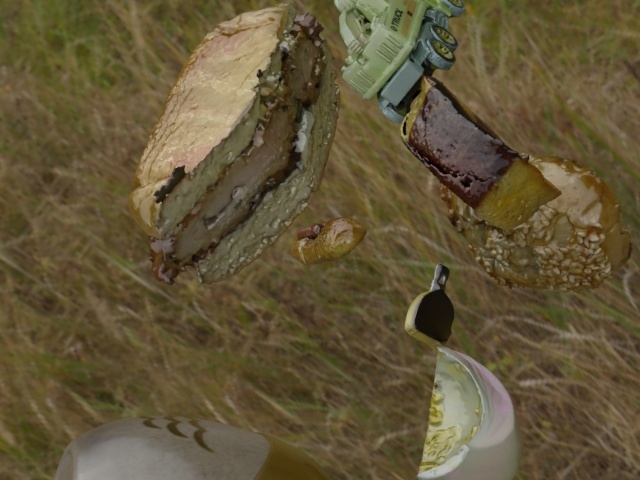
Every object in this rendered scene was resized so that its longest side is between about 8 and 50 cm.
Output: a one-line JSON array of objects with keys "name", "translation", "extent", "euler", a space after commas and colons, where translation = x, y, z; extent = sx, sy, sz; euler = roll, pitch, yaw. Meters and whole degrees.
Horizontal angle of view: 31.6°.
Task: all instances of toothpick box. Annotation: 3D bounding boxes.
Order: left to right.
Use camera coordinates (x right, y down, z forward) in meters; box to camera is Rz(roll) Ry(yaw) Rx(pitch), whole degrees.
[{"name": "toothpick box", "translation": [-0.154, 0.449, 1.505], "extent": [0.409, 0.425, 0.409], "euler": [-167, 90, -73]}]

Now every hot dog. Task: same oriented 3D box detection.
[{"name": "hot dog", "translation": [0.000, 0.000, 1.386], "extent": [0.066, 0.047, 0.216], "euler": [-47, 8, -9]}]

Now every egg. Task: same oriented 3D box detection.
[{"name": "egg", "translation": [0.252, 0.324, 1.857], "extent": [0.162, 0.206, 0.271], "euler": [7, 50, 12]}]

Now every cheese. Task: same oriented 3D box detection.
[{"name": "cheese", "translation": [0.203, 0.110, 2.011], "extent": [0.036, 0.086, 0.162], "euler": [-49, 18, 54]}]

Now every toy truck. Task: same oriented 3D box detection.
[{"name": "toy truck", "translation": [0.066, -0.202, 1.085], "extent": [0.085, 0.116, 0.191], "euler": [-48, 14, 32]}]

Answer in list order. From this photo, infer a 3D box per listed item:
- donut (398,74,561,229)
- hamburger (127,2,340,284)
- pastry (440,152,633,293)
[{"name": "donut", "translation": [0.118, -0.066, 0.874], "extent": [0.059, 0.140, 0.140], "euler": [-50, 42, 12]}, {"name": "hamburger", "translation": [-0.087, -0.105, 1.132], "extent": [0.282, 0.155, 0.245], "euler": [-38, 41, -1]}, {"name": "pastry", "translation": [0.312, -0.020, 1.696], "extent": [0.162, 0.255, 0.311], "euler": [-53, 24, -13]}]
